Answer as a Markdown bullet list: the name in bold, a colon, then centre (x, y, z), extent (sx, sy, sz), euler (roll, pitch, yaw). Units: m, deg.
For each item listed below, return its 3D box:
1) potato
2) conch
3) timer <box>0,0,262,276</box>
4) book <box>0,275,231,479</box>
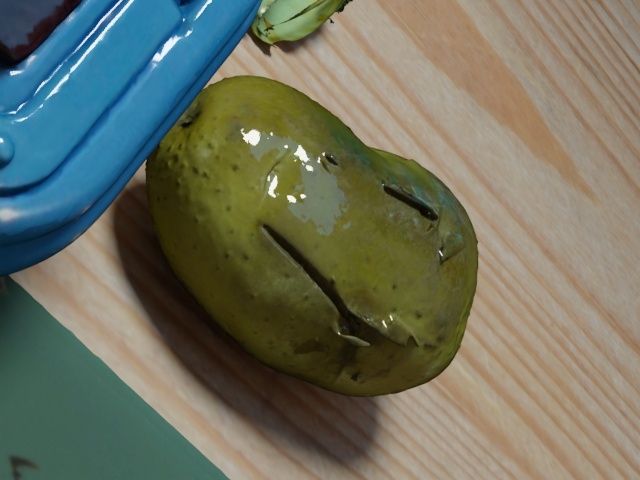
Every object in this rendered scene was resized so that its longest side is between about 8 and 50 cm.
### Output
- **potato**: centre (0.000, 0.000, 0.946), extent (0.248, 0.143, 0.169), euler (38, 24, -35)
- **conch**: centre (-0.014, -0.203, 1.208), extent (0.106, 0.079, 0.170), euler (40, 48, -24)
- **timer**: centre (-0.173, -0.167, 0.668), extent (0.340, 0.115, 0.309), euler (50, 56, -23)
- **book**: centre (-0.176, 0.099, 0.673), extent (0.379, 0.031, 0.264), euler (46, 32, -26)
